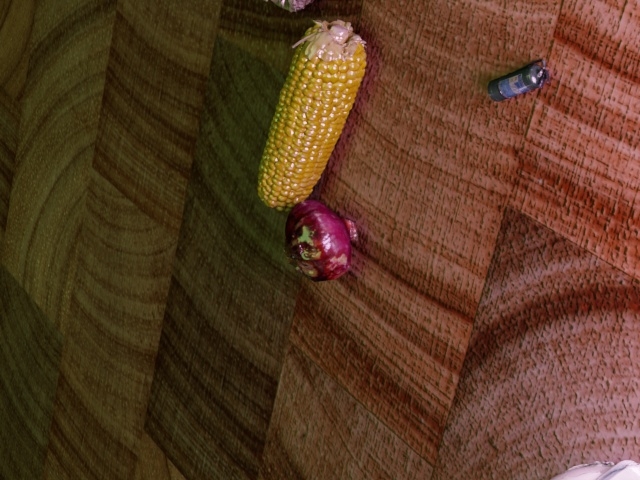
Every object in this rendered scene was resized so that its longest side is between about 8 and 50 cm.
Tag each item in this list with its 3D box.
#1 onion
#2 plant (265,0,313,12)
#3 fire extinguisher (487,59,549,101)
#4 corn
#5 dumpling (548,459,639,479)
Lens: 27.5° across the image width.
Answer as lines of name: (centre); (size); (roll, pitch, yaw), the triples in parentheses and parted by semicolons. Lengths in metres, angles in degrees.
onion: (0.000, 0.000, 1.636); (0.107, 0.097, 0.107); (160, 90, -80)
plant: (-0.057, -0.350, 1.679); (0.104, 0.121, 0.117); (-170, 73, -66)
fire extinguisher: (0.213, -0.170, 1.374); (0.083, 0.025, 0.038); (-14, 57, 55)
corn: (-0.015, -0.154, 1.646); (0.091, 0.091, 0.260); (27, 122, 6)
dumpling: (0.265, 0.281, 1.260); (0.188, 0.108, 0.127); (-29, 93, 37)
